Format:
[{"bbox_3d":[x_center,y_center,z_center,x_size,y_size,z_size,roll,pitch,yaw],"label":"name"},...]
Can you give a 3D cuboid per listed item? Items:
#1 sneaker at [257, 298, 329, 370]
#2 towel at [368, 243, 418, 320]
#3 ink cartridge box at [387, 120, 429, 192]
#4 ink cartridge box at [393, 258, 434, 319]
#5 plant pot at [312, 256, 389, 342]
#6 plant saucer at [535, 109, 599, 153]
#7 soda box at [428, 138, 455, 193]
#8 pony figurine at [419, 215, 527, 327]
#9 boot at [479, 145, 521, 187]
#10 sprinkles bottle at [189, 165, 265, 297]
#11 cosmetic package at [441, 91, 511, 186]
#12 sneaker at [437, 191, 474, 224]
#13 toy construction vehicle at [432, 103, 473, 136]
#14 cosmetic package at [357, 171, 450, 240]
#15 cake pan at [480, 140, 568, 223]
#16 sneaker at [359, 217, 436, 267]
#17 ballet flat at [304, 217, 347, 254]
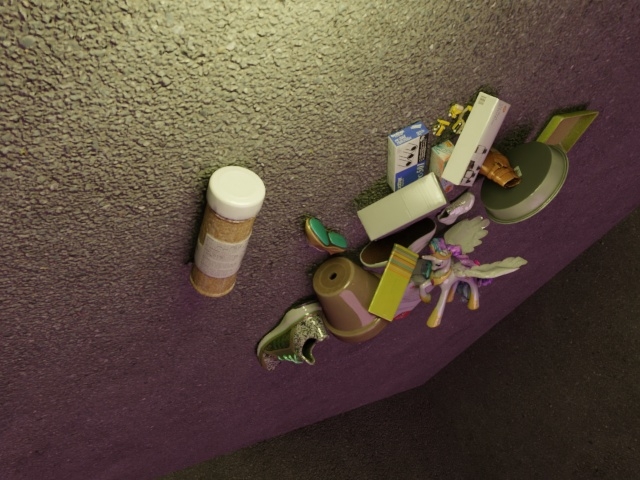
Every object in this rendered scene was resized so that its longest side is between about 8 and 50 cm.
[{"bbox_3d":[-0.100,0.398,1.935,0.158,0.182,0.410,-4,142,-40],"label":"sneaker"},{"bbox_3d":[0.233,0.134,1.681,0.102,0.021,0.237,26,83,-25],"label":"towel"},{"bbox_3d":[0.232,-0.220,1.405,0.097,0.046,0.207,-25,152,-8],"label":"ink cartridge box"},{"bbox_3d":[0.320,0.201,2.089,0.197,0.114,0.273,-3,141,-40],"label":"ink cartridge box"},{"bbox_3d":[0.087,0.174,1.732,0.263,0.263,0.229,-34,133,7],"label":"plant pot"},{"bbox_3d":[0.788,-0.353,1.721,0.188,0.045,0.188,-15,148,-27],"label":"plant saucer"},{"bbox_3d":[0.356,-0.206,1.526,0.058,0.063,0.183,-27,151,-10],"label":"soda box"},{"bbox_3d":[0.509,0.110,1.890,0.351,0.303,0.363,-19,131,-15],"label":"pony figurine"},{"bbox_3d":[0.491,-0.212,1.550,0.197,0.152,0.073,-16,148,-25],"label":"boot"},{"bbox_3d":[-0.226,-0.008,1.229,0.121,0.121,0.355,-12,147,-31],"label":"sprinkles bottle"},{"bbox_3d":[0.417,-0.265,1.401,0.099,0.060,0.239,-6,123,-53],"label":"cosmetic package"},{"bbox_3d":[0.465,-0.109,1.798,0.061,0.054,0.152,6,136,-44],"label":"sneaker"},{"bbox_3d":[0.347,-0.318,1.379,0.086,0.035,0.098,4,135,-31],"label":"toy construction vehicle"},{"bbox_3d":[0.237,-0.092,1.483,0.238,0.107,0.127,-24,175,17],"label":"cosmetic package"},{"bbox_3d":[0.614,-0.188,1.616,0.054,0.293,0.293,34,116,-24],"label":"cake pan"},{"bbox_3d":[0.265,0.034,1.779,0.290,0.106,0.123,-25,149,-14],"label":"sneaker"},{"bbox_3d":[0.000,0.000,1.511,0.073,0.080,0.232,-25,154,21],"label":"ballet flat"}]
